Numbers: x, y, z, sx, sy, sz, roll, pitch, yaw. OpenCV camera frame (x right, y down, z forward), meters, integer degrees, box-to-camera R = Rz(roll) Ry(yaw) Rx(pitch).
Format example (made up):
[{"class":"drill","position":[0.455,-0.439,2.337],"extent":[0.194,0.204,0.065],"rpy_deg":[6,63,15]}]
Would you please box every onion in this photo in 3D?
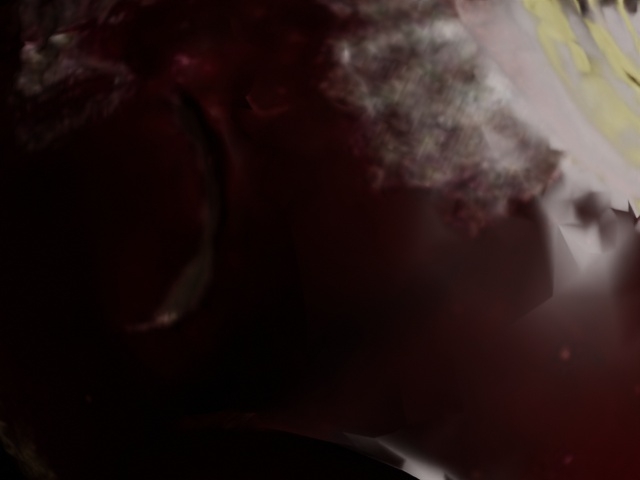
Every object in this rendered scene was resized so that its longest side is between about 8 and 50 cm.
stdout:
[{"class":"onion","position":[-0.004,-0.002,0.498],"extent":[0.207,0.216,0.206],"rpy_deg":[37,45,-20]}]
